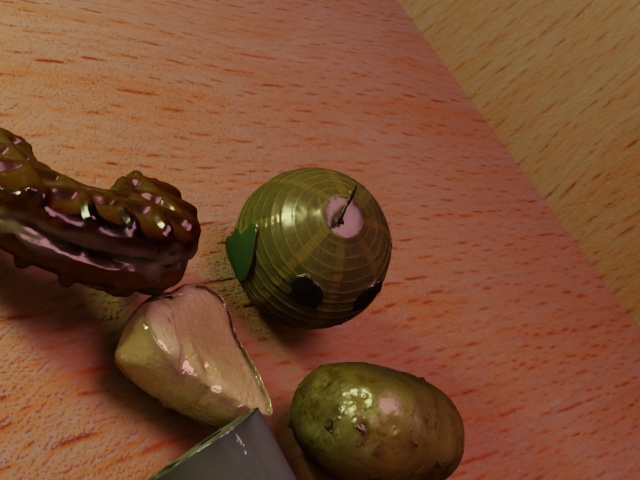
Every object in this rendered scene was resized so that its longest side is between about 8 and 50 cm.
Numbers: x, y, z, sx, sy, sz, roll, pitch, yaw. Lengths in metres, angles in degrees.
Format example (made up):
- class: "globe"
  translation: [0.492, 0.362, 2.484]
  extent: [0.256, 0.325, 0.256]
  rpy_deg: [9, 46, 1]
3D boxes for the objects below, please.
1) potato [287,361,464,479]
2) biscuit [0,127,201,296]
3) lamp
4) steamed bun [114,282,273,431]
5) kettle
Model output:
- class: "potato"
  translation: [0.085, 0.263, 1.636]
  extent: [0.307, 0.210, 0.173]
  rpy_deg: [25, 76, -48]
- class: "biscuit"
  translation: [-0.305, -0.035, 1.454]
  extent: [0.366, 0.115, 0.268]
  rpy_deg: [13, 19, -40]
- class: "lamp"
  translation: [0.000, 0.000, 1.741]
  extent: [0.250, 0.284, 0.250]
  rpy_deg: [11, 61, -20]
- class: "steamed bun"
  translation: [-0.182, 0.150, 1.480]
  extent: [0.212, 0.110, 0.231]
  rpy_deg: [28, 27, -47]
- class: "kettle"
  translation: [-0.070, 0.335, 1.380]
  extent: [0.243, 0.160, 0.210]
  rpy_deg: [57, 11, 1]
